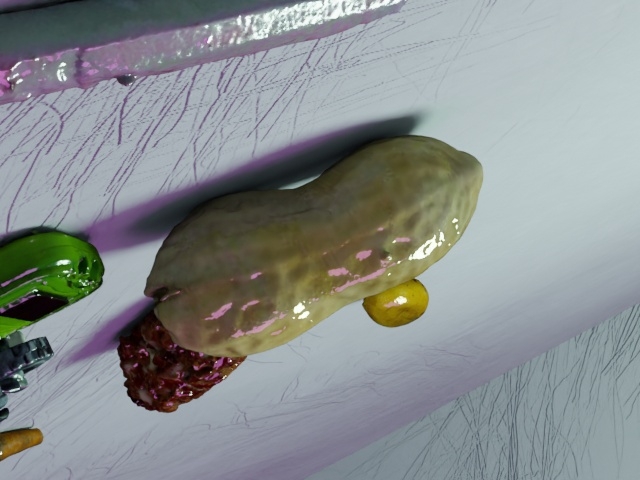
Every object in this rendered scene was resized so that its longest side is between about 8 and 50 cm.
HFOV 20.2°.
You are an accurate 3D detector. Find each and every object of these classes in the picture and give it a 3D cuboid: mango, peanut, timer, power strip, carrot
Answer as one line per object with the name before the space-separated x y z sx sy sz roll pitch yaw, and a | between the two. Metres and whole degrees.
mango | 0.090 0.073 2.201 0.079 0.057 0.114 -25 160 22
peanut | 0.000 0.000 1.537 0.313 0.149 0.149 -27 168 -9
timer | -0.242 0.039 1.437 0.128 0.047 0.140 -26 168 8
power strip | -0.300 0.108 1.691 0.040 0.016 0.090 -20 167 -20
carrot | -0.361 0.238 2.095 0.032 0.032 0.093 -32 170 32

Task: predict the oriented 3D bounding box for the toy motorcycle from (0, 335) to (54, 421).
toy motorcycle | -0.352 0.142 1.538 0.159 0.106 0.270 -29 174 30

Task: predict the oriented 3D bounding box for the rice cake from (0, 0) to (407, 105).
rice cake | -0.079 -0.121 1.056 0.290 0.051 0.081 -16 165 -32

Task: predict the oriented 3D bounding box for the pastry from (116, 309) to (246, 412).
pastry | -0.129 0.105 1.830 0.115 0.097 0.208 -27 171 -41
